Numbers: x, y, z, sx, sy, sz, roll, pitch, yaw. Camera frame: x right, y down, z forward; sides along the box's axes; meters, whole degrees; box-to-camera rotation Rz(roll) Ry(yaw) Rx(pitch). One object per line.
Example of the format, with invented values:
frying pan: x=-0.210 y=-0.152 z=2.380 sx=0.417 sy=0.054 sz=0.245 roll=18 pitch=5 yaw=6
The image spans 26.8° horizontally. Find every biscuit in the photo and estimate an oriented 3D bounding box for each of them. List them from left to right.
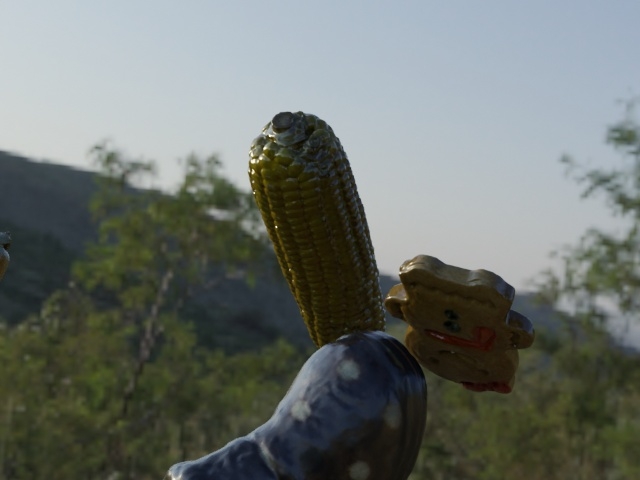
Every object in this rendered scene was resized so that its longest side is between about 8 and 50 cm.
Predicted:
biscuit: x=0.148 y=0.099 z=1.443 sx=0.166 sy=0.036 sz=0.225 roll=14 pitch=-33 yaw=15

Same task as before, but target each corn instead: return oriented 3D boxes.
corn: x=0.000 y=0.000 z=1.579 sx=0.120 sy=0.363 sz=0.120 roll=-9 pitch=40 yaw=7

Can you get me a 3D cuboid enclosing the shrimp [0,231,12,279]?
shrimp: x=-0.439 y=0.025 z=1.497 sx=0.166 sy=0.161 sz=0.049 roll=29 pitch=-29 yaw=18

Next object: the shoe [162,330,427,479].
shoe: x=-0.051 y=0.265 z=1.425 sx=0.237 sy=0.384 sz=0.171 roll=8 pitch=25 yaw=-42
